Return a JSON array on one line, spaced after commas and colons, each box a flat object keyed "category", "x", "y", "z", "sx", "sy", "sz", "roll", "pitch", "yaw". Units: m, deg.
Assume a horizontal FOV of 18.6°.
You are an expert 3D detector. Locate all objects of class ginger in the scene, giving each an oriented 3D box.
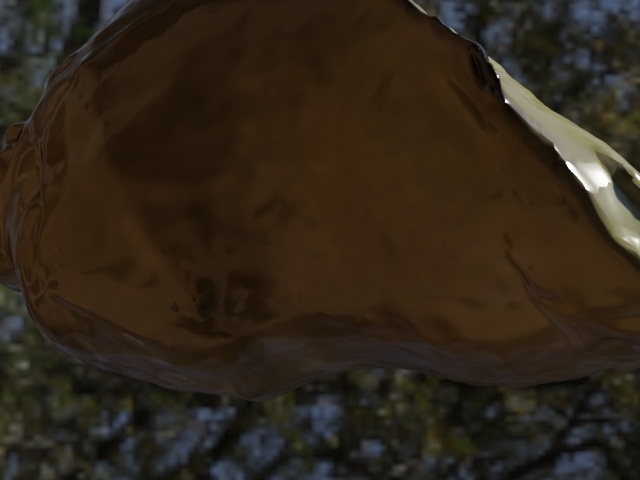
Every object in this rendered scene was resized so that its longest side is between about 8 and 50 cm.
[{"category": "ginger", "x": 0.003, "y": 0.000, "z": 0.429, "sx": 0.193, "sy": 0.123, "sz": 0.115, "roll": 32, "pitch": -23, "yaw": 56}]
